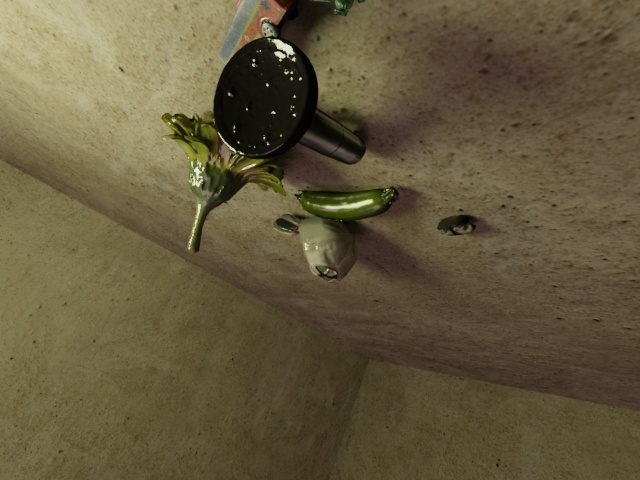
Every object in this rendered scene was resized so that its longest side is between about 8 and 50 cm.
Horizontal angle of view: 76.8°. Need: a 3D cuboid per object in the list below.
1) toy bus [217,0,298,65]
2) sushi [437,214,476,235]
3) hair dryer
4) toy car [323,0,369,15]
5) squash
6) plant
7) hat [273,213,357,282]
[{"bbox_3d":[-0.096,-0.319,0.607,0.077,0.065,0.192,38,155,-17],"label":"toy bus"},{"bbox_3d":[0.307,-0.026,0.905,0.046,0.044,0.083,35,158,-24],"label":"sushi"},{"bbox_3d":[-0.093,-0.189,0.681,0.283,0.156,0.320,5,-179,19],"label":"hair dryer"},{"bbox_3d":[-0.012,-0.335,0.485,0.185,0.058,0.093,5,156,-5],"label":"toy car"},{"bbox_3d":[0.058,-0.086,0.982,0.318,0.071,0.080,4,150,41],"label":"squash"},{"bbox_3d":[-0.239,-0.156,0.924,0.305,0.261,0.297,17,122,-37],"label":"plant"},{"bbox_3d":[-0.006,-0.001,1.165,0.275,0.161,0.232,35,162,51],"label":"hat"}]
